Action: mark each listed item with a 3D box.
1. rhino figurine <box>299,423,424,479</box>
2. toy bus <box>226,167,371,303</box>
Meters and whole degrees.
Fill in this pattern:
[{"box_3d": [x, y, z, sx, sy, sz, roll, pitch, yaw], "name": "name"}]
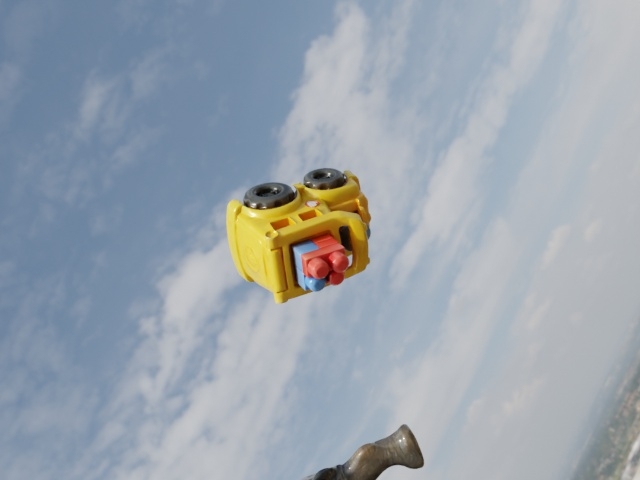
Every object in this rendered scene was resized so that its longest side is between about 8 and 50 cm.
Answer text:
[{"box_3d": [0.037, 0.233, 0.415, 0.106, 0.073, 0.243, -18, -71, -4], "name": "rhino figurine"}, {"box_3d": [0.000, 0.000, 1.019, 0.220, 0.211, 0.149, -19, -62, -22], "name": "toy bus"}]
